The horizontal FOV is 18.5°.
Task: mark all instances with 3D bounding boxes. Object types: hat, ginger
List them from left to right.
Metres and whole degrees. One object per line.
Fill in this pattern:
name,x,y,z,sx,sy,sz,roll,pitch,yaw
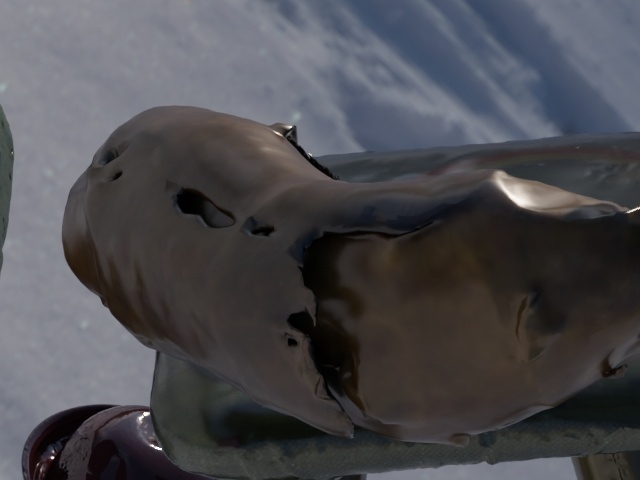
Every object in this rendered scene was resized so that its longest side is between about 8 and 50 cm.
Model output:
hat,-0.147,0.196,1.641,0.205,0.089,0.205,17,32,-11
ginger,-0.008,0.005,0.748,0.133,0.309,0.107,-25,115,-35

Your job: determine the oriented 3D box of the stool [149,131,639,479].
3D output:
stool,0.081,0.099,1.053,0.310,0.226,0.310,-4,28,6

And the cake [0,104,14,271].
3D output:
cake,-0.275,-0.001,1.458,0.283,0.172,0.158,55,-5,30
